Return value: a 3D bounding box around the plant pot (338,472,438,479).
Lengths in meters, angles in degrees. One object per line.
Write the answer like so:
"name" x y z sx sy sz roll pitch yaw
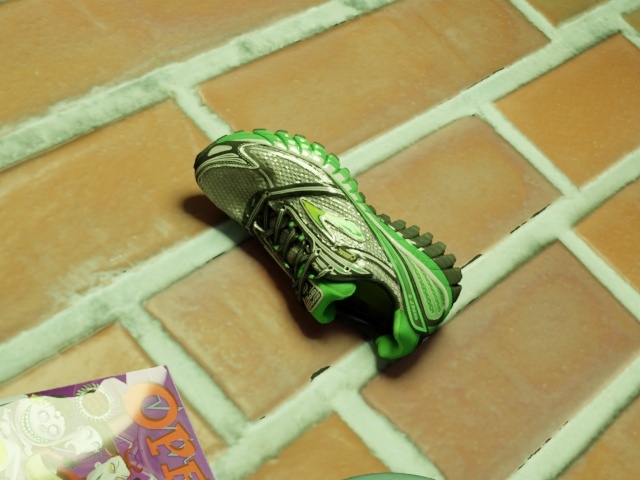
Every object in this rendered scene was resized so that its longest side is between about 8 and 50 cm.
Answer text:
"plant pot" 0.076 0.328 1.097 0.290 0.195 0.290 15 48 -17

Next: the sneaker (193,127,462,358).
"sneaker" 0.000 0.000 1.379 0.343 0.134 0.146 34 45 1

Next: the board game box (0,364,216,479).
"board game box" -0.157 0.279 0.998 0.208 0.056 0.347 -6 61 -43
